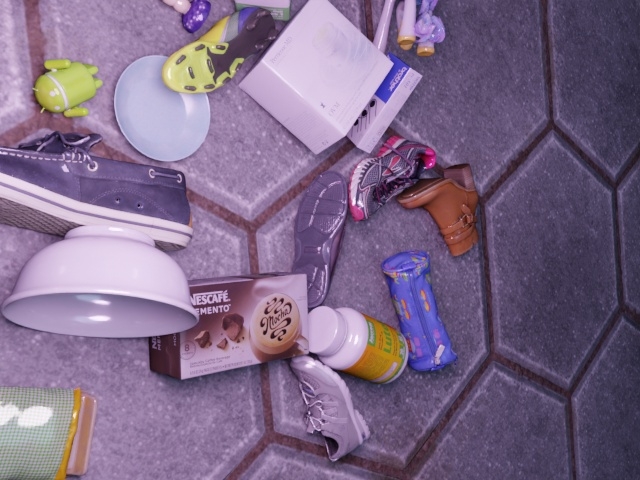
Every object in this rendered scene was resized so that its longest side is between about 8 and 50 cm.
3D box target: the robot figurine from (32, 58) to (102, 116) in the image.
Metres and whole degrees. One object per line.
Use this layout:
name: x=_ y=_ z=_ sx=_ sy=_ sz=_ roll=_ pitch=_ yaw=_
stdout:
robot figurine: x=-0.424 y=-0.256 z=1.123 sx=0.115 sy=0.067 sz=0.101 roll=-38 pitch=137 yaw=-34

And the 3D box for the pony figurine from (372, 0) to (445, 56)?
pony figurine: x=0.203 y=-0.603 z=1.492 sx=0.303 sy=0.351 sz=0.363 roll=2 pitch=90 yaw=-17

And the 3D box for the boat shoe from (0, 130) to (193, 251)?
boat shoe: x=-0.416 y=-0.098 z=1.063 sx=0.500 sy=0.187 sz=0.156 roll=15 pitch=75 yaw=-44

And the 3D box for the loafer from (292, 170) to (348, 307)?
loafer: x=0.000 y=0.000 z=1.477 sx=0.095 sy=0.109 sz=0.302 roll=37 pitch=63 yaw=-74

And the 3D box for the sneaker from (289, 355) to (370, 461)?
sneaker: x=0.008 y=0.366 z=1.461 sx=0.115 sy=0.105 sz=0.281 roll=-41 pitch=112 yaw=-25

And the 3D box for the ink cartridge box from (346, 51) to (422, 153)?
ink cartridge box: x=0.132 y=-0.309 z=1.511 sx=0.046 sy=0.097 sz=0.207 roll=20 pitch=113 yaw=-39

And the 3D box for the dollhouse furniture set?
dollhouse furniture set: x=-0.446 y=0.384 z=1.043 sx=0.197 sy=0.151 sz=0.301 roll=12 pitch=82 yaw=-40

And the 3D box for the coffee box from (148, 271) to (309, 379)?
coffee box: x=-0.173 y=0.154 z=1.298 sx=0.297 sy=0.119 sz=0.168 roll=-3 pitch=92 yaw=-41

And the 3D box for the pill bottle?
pill bottle: x=0.074 y=0.227 z=1.480 sx=0.245 sy=0.136 sz=0.136 roll=29 pitch=71 yaw=-43

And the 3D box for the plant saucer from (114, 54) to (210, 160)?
plant saucer: x=-0.298 y=-0.243 z=1.250 sx=0.195 sy=0.037 sz=0.195 roll=0 pitch=89 yaw=-40

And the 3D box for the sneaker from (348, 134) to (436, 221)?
sneaker: x=0.161 y=-0.149 z=1.552 sx=0.299 sy=0.112 sz=0.121 roll=-48 pitch=142 yaw=-36

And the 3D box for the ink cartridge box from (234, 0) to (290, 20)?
ink cartridge box: x=-0.102 y=-0.569 z=1.258 sx=0.117 sy=0.278 sz=0.201 roll=7 pitch=84 yaw=-2

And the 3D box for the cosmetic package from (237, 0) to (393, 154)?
cosmetic package: x=-0.008 y=-0.346 z=1.400 sx=0.224 sy=0.138 sz=0.224 roll=39 pitch=65 yaw=-14

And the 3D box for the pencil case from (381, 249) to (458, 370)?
pencil case: x=0.243 y=0.178 z=1.646 sx=0.119 sy=0.133 sz=0.306 roll=-19 pitch=103 yaw=-5

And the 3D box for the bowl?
bowl: x=-0.341 y=0.062 z=1.070 sx=0.298 sy=0.298 sz=0.134 roll=15 pitch=64 yaw=-39

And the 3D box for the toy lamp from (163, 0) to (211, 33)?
toy lamp: x=-0.328 y=-0.475 z=1.203 sx=0.274 sy=0.080 sz=0.080 roll=30 pitch=71 yaw=-38

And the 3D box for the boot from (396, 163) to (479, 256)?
boot: x=0.316 y=-0.062 z=1.741 sx=0.283 sy=0.109 sz=0.220 roll=-26 pitch=110 yaw=-45

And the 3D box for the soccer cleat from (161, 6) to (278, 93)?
soccer cleat: x=-0.201 y=-0.357 z=1.279 sx=0.289 sy=0.121 sz=0.093 roll=-45 pitch=128 yaw=-34
